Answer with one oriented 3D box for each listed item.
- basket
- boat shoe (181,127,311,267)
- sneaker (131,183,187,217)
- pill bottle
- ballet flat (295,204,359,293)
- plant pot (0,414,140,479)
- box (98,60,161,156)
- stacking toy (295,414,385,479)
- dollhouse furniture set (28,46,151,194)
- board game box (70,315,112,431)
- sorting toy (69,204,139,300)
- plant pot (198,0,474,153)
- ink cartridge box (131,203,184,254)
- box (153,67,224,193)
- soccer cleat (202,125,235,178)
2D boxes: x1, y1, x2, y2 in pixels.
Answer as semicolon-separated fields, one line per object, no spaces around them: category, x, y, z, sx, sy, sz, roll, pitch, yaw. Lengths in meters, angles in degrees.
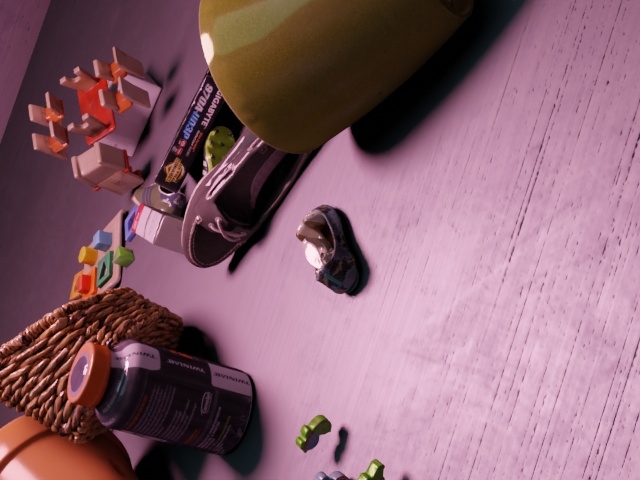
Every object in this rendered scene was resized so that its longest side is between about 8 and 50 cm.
basket;-0.379;0.163;1.713;0.214;0.223;0.299;-67;-13;7
boat shoe;-0.115;-0.081;1.659;0.335;0.112;0.095;-55;26;18
sneaker;-0.300;-0.081;2.044;0.086;0.064;0.192;-58;29;6
pill bottle;-0.230;0.217;1.523;0.130;0.245;0.130;-38;41;44
ballet flat;0.000;0.000;1.451;0.070;0.070;0.188;-59;30;19
plant pot;-0.390;0.429;1.662;0.203;0.290;0.291;20;90;46
box;-0.441;-0.294;2.393;0.171;0.091;0.130;-64;28;11
stacking toy;-0.003;0.332;1.261;0.167;0.052;0.221;28;95;60
dollhouse furniture set;-0.467;-0.236;2.271;0.262;0.135;0.259;-27;63;26
board game box;-0.431;0.277;1.946;0.027;0.145;0.281;11;81;61
sorting toy;-0.477;0.048;2.280;0.347;0.047;0.196;-40;40;43
plant pot;0.040;-0.291;1.400;0.293;0.274;0.275;-21;52;35
ink cartridge box;-0.265;-0.016;1.892;0.135;0.099;0.056;23;92;63
box;-0.227;-0.210;1.949;0.220;0.051;0.175;-61;10;15
soccer cleat;-0.184;-0.117;1.861;0.072;0.060;0.179;-43;38;53
